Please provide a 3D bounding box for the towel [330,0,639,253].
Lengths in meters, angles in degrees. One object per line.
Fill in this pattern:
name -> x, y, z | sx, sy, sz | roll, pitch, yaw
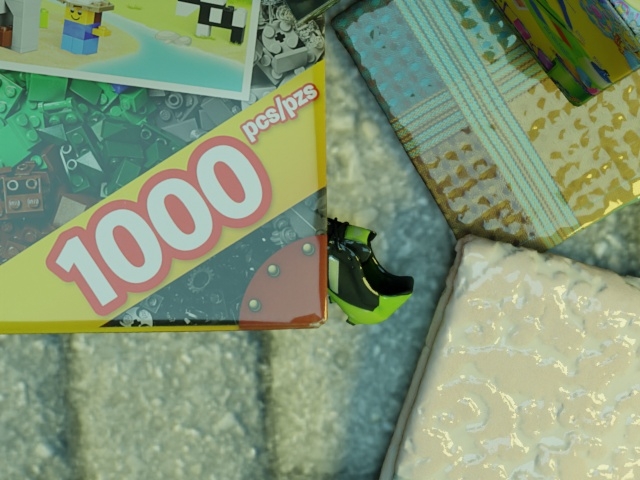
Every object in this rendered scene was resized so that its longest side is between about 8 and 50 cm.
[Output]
towel -> 0.231, -0.163, 0.989 | 0.370, 0.040, 0.271 | -31, 102, 4

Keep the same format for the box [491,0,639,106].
box -> 0.176, -0.266, 0.805 | 0.177, 0.279, 0.290 | -36, 89, 3

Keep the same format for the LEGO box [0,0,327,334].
LEGO box -> -0.250, -0.124, 0.836 | 0.500, 0.193, 0.372 | -1, 90, -5

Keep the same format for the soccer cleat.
soccer cleat -> 0.000, 0.000, 0.982 | 0.179, 0.060, 0.072 | 39, 130, -17

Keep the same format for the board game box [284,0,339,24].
board game box -> 0.028, -0.225, 0.696 | 0.186, 0.026, 0.126 | -28, 93, 36

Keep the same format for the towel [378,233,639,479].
towel -> 0.228, 0.179, 1.038 | 0.332, 0.053, 0.317 | 15, 105, -11
